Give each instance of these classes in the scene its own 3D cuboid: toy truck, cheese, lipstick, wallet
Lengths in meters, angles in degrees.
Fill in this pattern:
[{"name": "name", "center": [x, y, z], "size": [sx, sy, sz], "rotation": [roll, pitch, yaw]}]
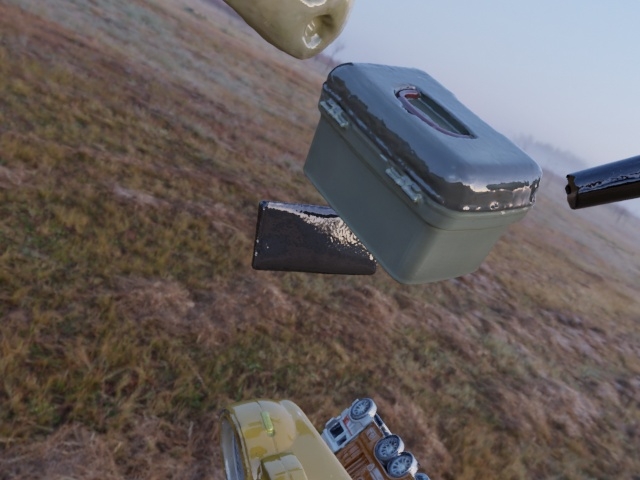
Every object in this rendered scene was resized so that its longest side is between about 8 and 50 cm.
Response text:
[{"name": "toy truck", "center": [0.126, 0.560, 1.491], "size": [0.173, 0.207, 0.387], "rotation": [56, -6, -20]}, {"name": "cheese", "center": [-0.002, -0.431, 0.866], "size": [0.328, 0.351, 0.130], "rotation": [43, 14, -53]}, {"name": "lipstick", "center": [0.638, -0.130, 1.067], "size": [0.418, 0.077, 0.077], "rotation": [-13, 10, 7]}, {"name": "wallet", "center": [0.000, 0.000, 1.105], "size": [0.244, 0.124, 0.025], "rotation": [4, 11, -25]}]

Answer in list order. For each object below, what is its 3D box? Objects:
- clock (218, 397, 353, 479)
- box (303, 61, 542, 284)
[{"name": "clock", "center": [-0.075, 0.425, 1.089], "size": [0.200, 0.244, 0.317], "rotation": [-6, 37, -26]}, {"name": "box", "center": [0.086, -0.068, 0.588], "size": [0.148, 0.129, 0.210], "rotation": [-6, 45, -37]}]
